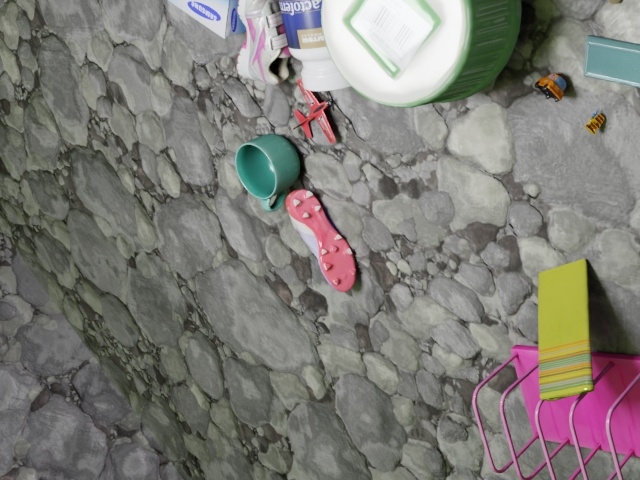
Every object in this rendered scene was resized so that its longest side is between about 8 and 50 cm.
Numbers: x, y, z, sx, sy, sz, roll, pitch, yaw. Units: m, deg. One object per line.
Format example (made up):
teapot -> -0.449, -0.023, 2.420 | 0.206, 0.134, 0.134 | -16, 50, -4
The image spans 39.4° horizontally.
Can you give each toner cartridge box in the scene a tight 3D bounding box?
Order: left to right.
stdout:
toner cartridge box -> -0.285, -0.586, 1.897 | 0.348, 0.075, 0.165 | 37, 137, 25

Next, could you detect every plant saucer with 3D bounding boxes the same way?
plant saucer -> 0.479, -0.256, 1.330 | 0.192, 0.018, 0.067 | 23, 129, 38

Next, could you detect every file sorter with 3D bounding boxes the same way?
file sorter -> 0.446, 0.328, 1.601 | 0.291, 0.182, 0.202 | -1, 113, 47

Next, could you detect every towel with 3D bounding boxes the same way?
towel -> 0.419, 0.153, 1.528 | 0.102, 0.021, 0.237 | -22, 53, 45

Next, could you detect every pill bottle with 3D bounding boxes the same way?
pill bottle -> 0.006, -0.416, 1.631 | 0.153, 0.153, 0.264 | 11, 121, 43

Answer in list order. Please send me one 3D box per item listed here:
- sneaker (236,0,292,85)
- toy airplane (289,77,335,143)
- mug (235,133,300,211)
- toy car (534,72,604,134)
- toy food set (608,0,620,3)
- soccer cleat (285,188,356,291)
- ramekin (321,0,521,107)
sneaker -> -0.094, -0.420, 1.788 | 0.111, 0.103, 0.252 | 32, 140, 25
toy airplane -> -0.015, -0.258, 1.850 | 0.151, 0.028, 0.151 | 26, 130, 36
mug -> -0.111, -0.158, 1.961 | 0.129, 0.097, 0.157 | 43, 139, 19
toy car -> 0.402, -0.224, 1.433 | 0.122, 0.060, 0.040 | 41, 96, -2
toy food set -> 0.356, -0.412, 1.282 | 0.038, 0.192, 0.132 | -93, 12, -47
soccer cleat -> 0.000, 0.000, 1.969 | 0.248, 0.083, 0.095 | 60, 163, -4
ramekin -> 0.148, -0.355, 1.414 | 0.303, 0.148, 0.303 | 15, 117, 32
